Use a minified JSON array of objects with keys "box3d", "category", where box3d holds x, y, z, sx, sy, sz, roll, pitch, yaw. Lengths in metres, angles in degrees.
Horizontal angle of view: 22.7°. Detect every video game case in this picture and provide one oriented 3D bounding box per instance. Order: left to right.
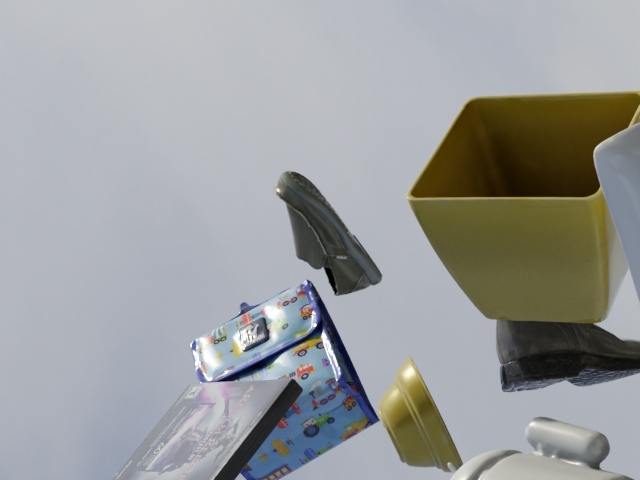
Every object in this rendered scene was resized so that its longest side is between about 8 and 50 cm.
[{"box3d":[-0.149,0.248,1.916,0.026,0.274,0.196,47,-116,-17],"category":"video game case"}]

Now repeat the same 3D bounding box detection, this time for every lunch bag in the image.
[{"box3d":[-0.071,0.201,2.464,0.138,0.221,0.293,54,-172,-43],"category":"lunch bag"}]

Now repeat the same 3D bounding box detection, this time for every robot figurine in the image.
[{"box3d":[0.288,0.379,2.020,0.200,0.353,0.300,20,-98,-43],"category":"robot figurine"}]

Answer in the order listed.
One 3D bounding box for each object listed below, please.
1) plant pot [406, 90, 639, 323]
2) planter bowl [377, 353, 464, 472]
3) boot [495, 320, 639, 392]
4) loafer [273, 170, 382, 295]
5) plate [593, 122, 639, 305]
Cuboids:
[{"box3d":[0.244,-0.026,1.728,0.212,0.212,0.187,-55,-43,-46],"category":"plant pot"},{"box3d":[0.152,0.302,2.611,0.217,0.090,0.217,154,90,-90],"category":"planter bowl"},{"box3d":[0.372,0.099,2.343,0.338,0.118,0.222,3,-109,-45],"category":"boot"},{"box3d":[0.000,0.000,2.343,0.251,0.087,0.094,51,-177,-34],"category":"loafer"},{"box3d":[0.416,-0.022,1.485,0.277,0.278,0.045,68,173,-27],"category":"plate"}]
